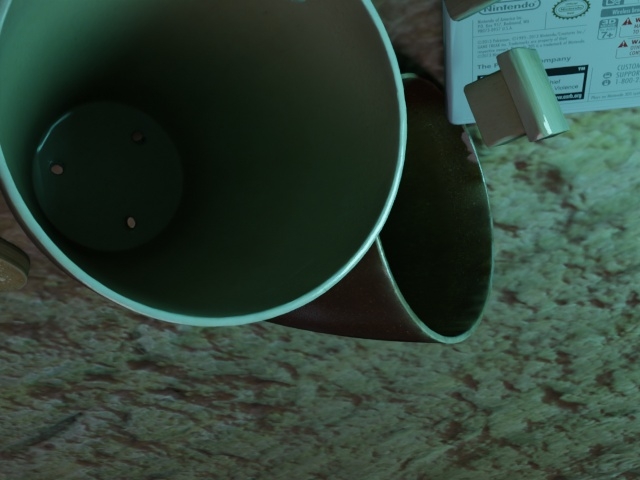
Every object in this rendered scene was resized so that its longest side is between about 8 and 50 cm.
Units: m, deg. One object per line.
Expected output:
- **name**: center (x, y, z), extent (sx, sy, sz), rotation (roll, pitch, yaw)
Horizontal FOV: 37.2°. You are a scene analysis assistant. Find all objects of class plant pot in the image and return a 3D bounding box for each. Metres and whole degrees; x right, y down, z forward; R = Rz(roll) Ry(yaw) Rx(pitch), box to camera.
- **plant pot**: center (-0.003, -0.009, 0.808), extent (0.230, 0.215, 0.215), rotation (-10, 147, 32)
- **plant pot**: center (-0.120, -0.065, 0.667), extent (0.256, 0.257, 0.274), rotation (15, 168, -24)

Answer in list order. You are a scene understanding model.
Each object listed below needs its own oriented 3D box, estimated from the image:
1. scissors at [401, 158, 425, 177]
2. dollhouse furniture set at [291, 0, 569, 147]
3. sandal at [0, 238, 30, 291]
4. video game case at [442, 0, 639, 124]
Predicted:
- **scissors**: center (0.000, 0.000, 0.960), extent (0.109, 0.021, 0.297), rotation (11, 145, -16)
- **dollhouse furniture set**: center (0.039, -0.213, 0.341), extent (0.173, 0.356, 0.303), rotation (-23, 180, 29)
- **sandal**: center (-0.390, 0.014, 0.907), extent (0.088, 0.079, 0.240), rotation (-29, 138, 34)
- **video game case**: center (0.247, -0.206, 0.650), extent (0.328, 0.036, 0.300), rotation (-5, 144, 5)
